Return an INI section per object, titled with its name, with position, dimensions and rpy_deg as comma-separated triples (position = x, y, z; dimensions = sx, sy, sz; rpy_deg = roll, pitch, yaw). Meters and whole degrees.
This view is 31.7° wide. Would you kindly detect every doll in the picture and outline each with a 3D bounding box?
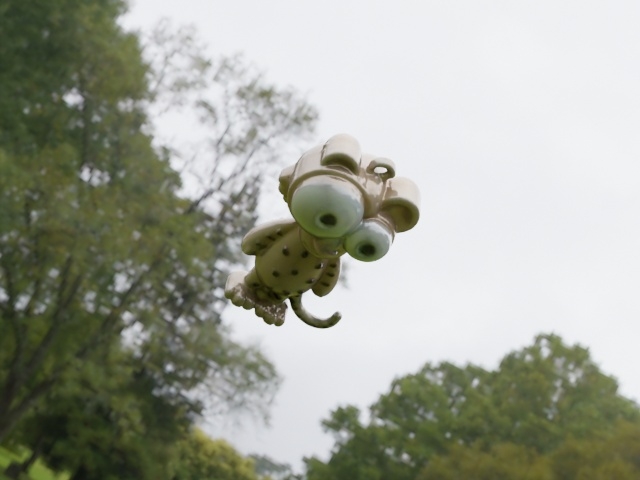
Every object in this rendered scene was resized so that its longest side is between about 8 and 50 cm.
[doll]
position = -0.002, -0.001, 1.285
dimensions = 0.154, 0.119, 0.278
rpy_deg = 24, -50, -12
